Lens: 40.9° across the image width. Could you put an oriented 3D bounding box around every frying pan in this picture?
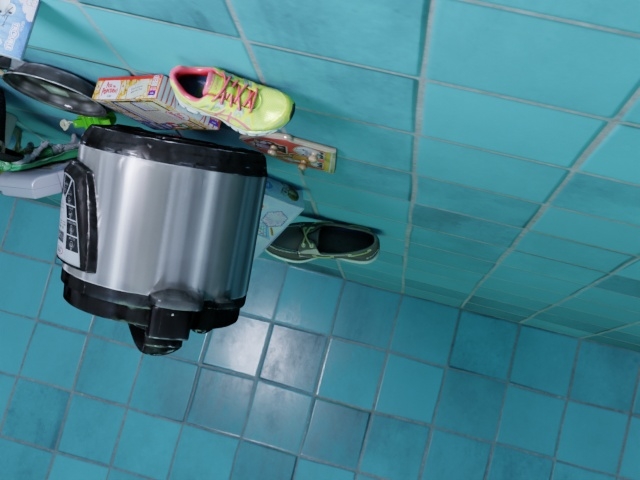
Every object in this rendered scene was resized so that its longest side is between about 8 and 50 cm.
[{"bbox_3d":[-0.545,-0.300,1.569,0.326,0.053,0.197,21,170,-25],"label":"frying pan"}]

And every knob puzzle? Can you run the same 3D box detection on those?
[{"bbox_3d":[-0.066,-0.168,1.668,0.213,0.030,0.213,15,172,2],"label":"knob puzzle"}]

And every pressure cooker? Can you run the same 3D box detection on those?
[{"bbox_3d":[-0.301,0.006,1.642,0.375,0.421,0.370,13,-172,20],"label":"pressure cooker"}]

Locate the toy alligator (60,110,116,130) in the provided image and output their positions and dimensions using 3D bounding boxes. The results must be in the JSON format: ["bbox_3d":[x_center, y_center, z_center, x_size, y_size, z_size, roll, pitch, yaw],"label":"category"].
[{"bbox_3d":[-0.475,-0.251,1.783,0.189,0.056,0.051,6,-152,45],"label":"toy alligator"}]

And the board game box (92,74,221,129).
[{"bbox_3d":[-0.288,-0.241,1.521,0.193,0.045,0.146,8,169,42],"label":"board game box"}]

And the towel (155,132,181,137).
[{"bbox_3d":[-0.396,-0.143,1.915,0.274,0.199,0.031,8,-162,39],"label":"towel"}]

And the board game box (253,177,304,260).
[{"bbox_3d":[-0.256,-0.056,2.041,0.318,0.066,0.318,20,134,-30],"label":"board game box"}]

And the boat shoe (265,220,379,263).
[{"bbox_3d":[0.000,0.000,2.327,0.324,0.117,0.097,6,161,5],"label":"boat shoe"}]

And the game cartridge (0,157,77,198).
[{"bbox_3d":[-0.595,-0.166,2.043,0.198,0.062,0.297,2,-160,42],"label":"game cartridge"}]

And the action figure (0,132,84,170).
[{"bbox_3d":[-0.656,-0.201,1.997,0.137,0.064,0.232,4,-159,43],"label":"action figure"}]

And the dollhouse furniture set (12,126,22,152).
[{"bbox_3d":[-0.797,-0.259,2.253,0.181,0.101,0.161,14,-164,0],"label":"dollhouse furniture set"}]

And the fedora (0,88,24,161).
[{"bbox_3d":[-0.761,-0.268,1.777,0.333,0.153,0.334,14,180,0],"label":"fedora"}]

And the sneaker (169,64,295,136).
[{"bbox_3d":[-0.141,-0.218,1.304,0.208,0.082,0.094,13,169,15],"label":"sneaker"}]

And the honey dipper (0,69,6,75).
[{"bbox_3d":[-0.615,-0.324,1.608,0.030,0.031,0.160,9,169,32],"label":"honey dipper"}]

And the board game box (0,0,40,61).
[{"bbox_3d":[-0.454,-0.310,1.211,0.090,0.090,0.020,16,175,-10],"label":"board game box"}]

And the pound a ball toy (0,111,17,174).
[{"bbox_3d":[-0.810,-0.158,2.035,0.135,0.319,0.208,20,170,-34],"label":"pound a ball toy"}]
